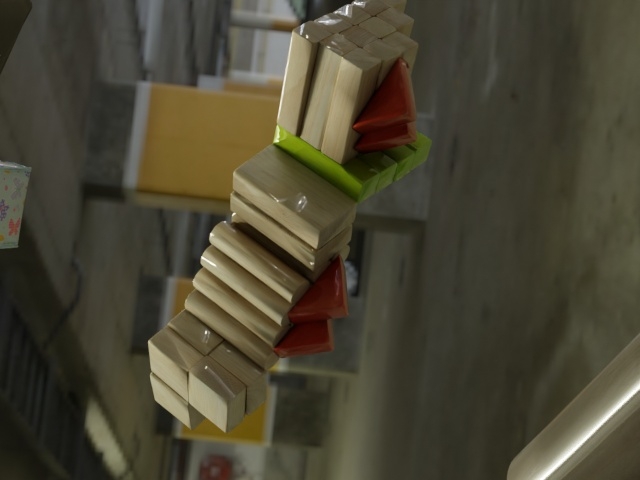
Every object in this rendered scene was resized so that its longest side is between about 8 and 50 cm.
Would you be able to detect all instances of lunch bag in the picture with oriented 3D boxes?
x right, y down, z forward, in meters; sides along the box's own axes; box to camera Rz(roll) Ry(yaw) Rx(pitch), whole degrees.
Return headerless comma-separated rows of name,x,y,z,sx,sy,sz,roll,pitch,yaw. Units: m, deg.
lunch bag,-0.273,-0.029,1.089,0.083,0.053,0.071,2,-78,-62

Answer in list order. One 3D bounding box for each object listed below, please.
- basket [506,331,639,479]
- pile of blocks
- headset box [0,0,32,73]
basket,0.275,0.170,1.125,0.227,0.204,0.154,-46,39,33
pile of blocks,0.000,0.000,1.015,0.149,0.112,0.362,-9,-50,-59
headset box,-0.233,-0.108,0.307,0.293,0.218,0.110,63,-139,-61
